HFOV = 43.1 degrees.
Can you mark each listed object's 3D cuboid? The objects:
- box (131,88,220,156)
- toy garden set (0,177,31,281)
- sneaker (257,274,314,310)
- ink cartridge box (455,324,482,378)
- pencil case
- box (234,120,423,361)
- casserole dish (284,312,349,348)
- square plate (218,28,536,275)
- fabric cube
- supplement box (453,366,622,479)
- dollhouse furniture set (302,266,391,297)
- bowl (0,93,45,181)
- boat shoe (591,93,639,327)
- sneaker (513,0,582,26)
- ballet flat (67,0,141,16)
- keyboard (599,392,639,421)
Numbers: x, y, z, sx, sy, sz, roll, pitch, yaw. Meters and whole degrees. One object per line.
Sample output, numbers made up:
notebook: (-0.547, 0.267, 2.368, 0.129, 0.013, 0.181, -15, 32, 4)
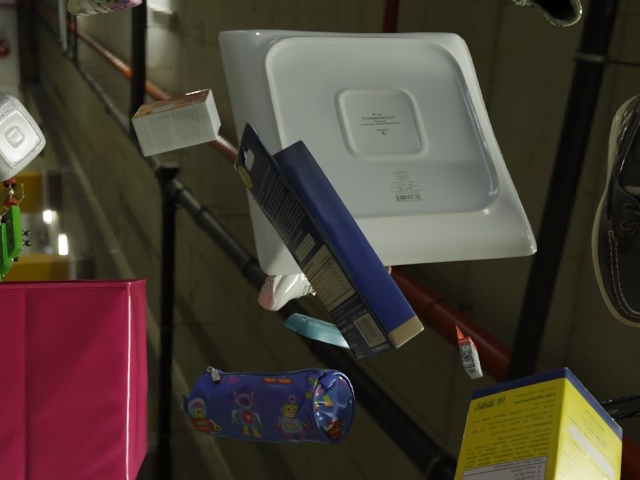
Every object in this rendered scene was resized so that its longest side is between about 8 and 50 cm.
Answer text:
box: (-0.321, -0.267, 1.824, 0.130, 0.170, 0.091, -97, 173, -67)
toy garden set: (-0.712, -0.001, 1.820, 0.244, 0.049, 0.204, -43, -128, 38)
sneaker: (-0.024, 0.048, 1.364, 0.090, 0.095, 0.235, -42, -172, 41)
ink cartridge box: (0.340, 0.252, 1.856, 0.063, 0.029, 0.115, 51, 27, -50)
pencil case: (-0.092, 0.280, 1.405, 0.306, 0.119, 0.133, -5, -71, 33)
box: (0.000, 0.000, 0.723, 0.225, 0.036, 0.136, 56, -16, 5)
casserole dish: (0.000, 0.215, 1.941, 0.114, 0.188, 0.037, 21, -89, 55)
square plate: (0.071, -0.131, 0.986, 0.049, 0.347, 0.344, 116, -34, -58)
fabric cube: (-0.371, 0.183, 1.097, 0.254, 0.259, 0.258, 173, -83, -83)
supplement box: (0.346, 0.417, 1.305, 0.194, 0.195, 0.356, -24, -151, 40)
dollhouse furniture set: (0.028, 0.031, 1.972, 0.242, 0.212, 0.161, -15, -133, 45)
bowl: (-0.610, -0.202, 1.582, 0.053, 0.142, 0.142, 3, -46, 38)
boat shoe: (0.378, -0.044, 0.941, 0.092, 0.103, 0.285, 46, 52, -75)
sneaker: (0.335, -0.393, 1.221, 0.158, 0.410, 0.182, -28, -100, 37)
ballet flat: (-0.352, -0.368, 1.146, 0.079, 0.221, 0.077, -57, 170, 8)
keyboard: (0.680, 0.406, 1.928, 0.201, 0.317, 0.033, 44, 33, -55)
